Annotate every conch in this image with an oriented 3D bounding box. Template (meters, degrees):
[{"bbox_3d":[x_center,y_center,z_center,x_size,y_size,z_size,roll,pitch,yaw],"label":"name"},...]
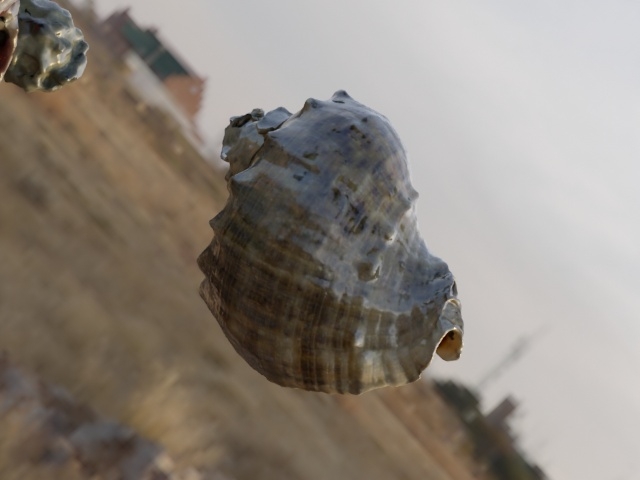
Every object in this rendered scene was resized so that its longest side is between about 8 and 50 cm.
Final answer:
[{"bbox_3d":[-0.006,-0.012,1.488,0.291,0.210,0.159,47,-12,41],"label":"conch"}]

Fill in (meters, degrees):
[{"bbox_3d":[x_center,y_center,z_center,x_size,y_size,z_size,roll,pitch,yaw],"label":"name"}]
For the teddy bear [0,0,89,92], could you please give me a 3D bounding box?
[{"bbox_3d":[-0.315,-0.288,1.758,0.224,0.367,0.357,45,31,8],"label":"teddy bear"}]
